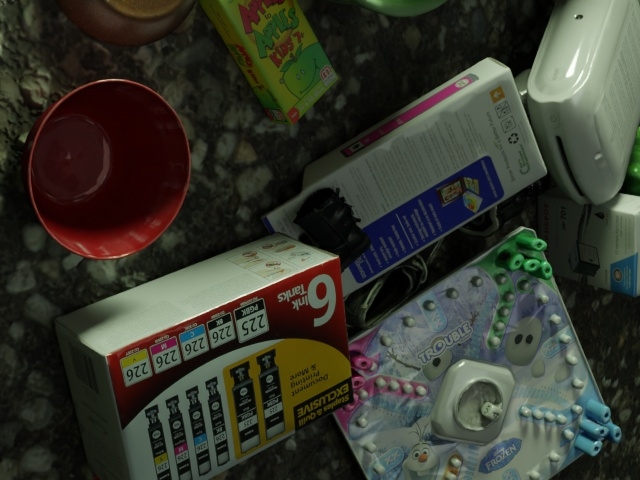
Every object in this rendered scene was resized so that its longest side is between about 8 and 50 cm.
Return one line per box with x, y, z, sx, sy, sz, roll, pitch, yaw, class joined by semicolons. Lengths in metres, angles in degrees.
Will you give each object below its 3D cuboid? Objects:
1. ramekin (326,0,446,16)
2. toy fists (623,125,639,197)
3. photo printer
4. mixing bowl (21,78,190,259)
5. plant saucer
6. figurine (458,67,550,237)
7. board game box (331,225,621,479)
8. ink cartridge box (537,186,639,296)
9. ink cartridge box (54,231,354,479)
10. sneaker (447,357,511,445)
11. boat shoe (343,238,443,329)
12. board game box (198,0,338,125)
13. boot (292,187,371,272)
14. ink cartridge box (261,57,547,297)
0.052;-0.417;1.146;0.303;0.148;0.304;-12;108;-39;ramekin
0.610;-0.168;1.738;0.279;0.096;0.142;-43;135;-27;toy fists
0.407;-0.225;1.479;0.256;0.107;0.308;54;50;-44;photo printer
-0.236;-0.079;1.012;0.181;0.098;0.182;-13;110;-39;mixing bowl
-0.195;-0.304;1.034;0.198;0.036;0.199;-13;110;-39;plant saucer
0.275;-0.139;1.465;0.209;0.092;0.215;-28;117;-42;figurine
0.230;0.239;1.428;0.390;0.050;0.390;-32;111;-14;board game box
0.443;-0.004;1.564;0.082;0.190;0.140;-19;112;-35;ink cartridge box
-0.119;0.173;1.149;0.309;0.130;0.272;-23;118;-33;ink cartridge box
0.211;0.227;1.498;0.161;0.102;0.282;3;99;-28;sneaker
0.112;0.047;1.368;0.219;0.070;0.078;-44;126;-24;boat shoe
-0.058;-0.236;1.165;0.092;0.043;0.181;-48;127;-22;board game box
0.000;0.000;1.225;0.121;0.045;0.099;-42;125;-5;boot
0.110;-0.071;1.292;0.371;0.069;0.176;-32;123;-6;ink cartridge box
